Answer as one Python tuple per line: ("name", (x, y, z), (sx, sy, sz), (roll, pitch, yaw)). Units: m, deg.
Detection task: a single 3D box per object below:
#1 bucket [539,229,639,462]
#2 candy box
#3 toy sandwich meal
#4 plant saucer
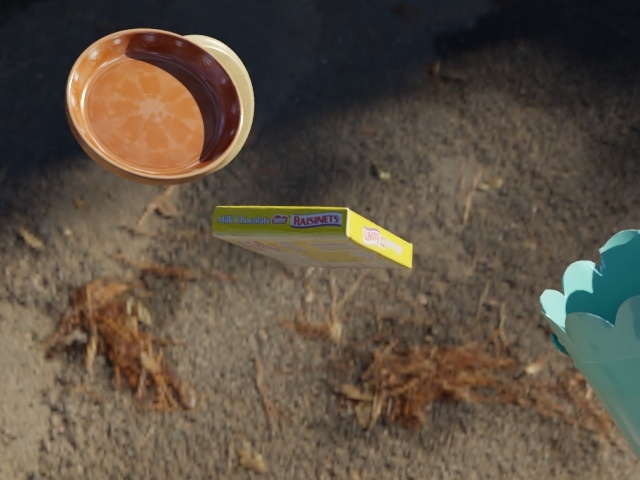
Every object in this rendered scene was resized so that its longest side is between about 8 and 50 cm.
("bucket", (0.341, 0.072, 1.055), (0.281, 0.281, 0.183), (-31, 98, -31))
("candy box", (0.000, 0.000, 1.018), (0.105, 0.206, 0.027), (3, 83, 17))
("toy sandwich meal", (-0.075, -0.072, 0.705), (0.085, 0.086, 0.029), (-30, 25, -30))
("plant saucer", (-0.078, -0.062, 0.605), (0.083, 0.013, 0.083), (8, 60, -15))
